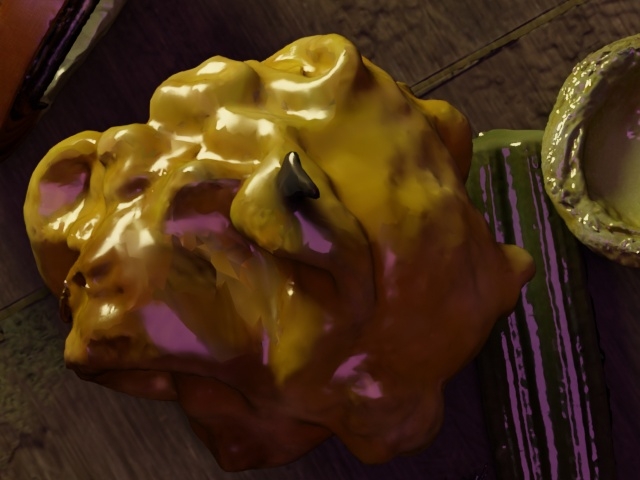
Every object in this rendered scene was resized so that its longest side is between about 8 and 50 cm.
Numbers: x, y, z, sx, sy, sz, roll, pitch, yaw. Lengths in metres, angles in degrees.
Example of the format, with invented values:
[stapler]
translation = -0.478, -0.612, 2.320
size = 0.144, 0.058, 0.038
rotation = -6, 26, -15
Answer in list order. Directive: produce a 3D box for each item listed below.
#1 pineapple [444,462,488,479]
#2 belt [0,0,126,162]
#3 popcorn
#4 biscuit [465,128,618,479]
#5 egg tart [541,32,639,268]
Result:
[pineapple]
translation = 0.075, 0.211, 1.389
size = 0.124, 0.058, 0.058
rotation = -19, 85, -10
[belt]
translation = -0.204, -0.187, 1.354
size = 0.105, 0.184, 0.261
rotation = 31, 95, 3
[popcorn]
translation = -0.024, 0.015, 1.222
size = 0.316, 0.281, 0.297
rotation = -25, 69, -14
[biscuit]
translation = 0.165, 0.071, 1.408
size = 0.099, 0.038, 0.322
rotation = -8, 85, 1
[egg tart]
translation = 0.255, -0.063, 1.390
size = 0.197, 0.078, 0.197
rotation = -1, 70, 3
